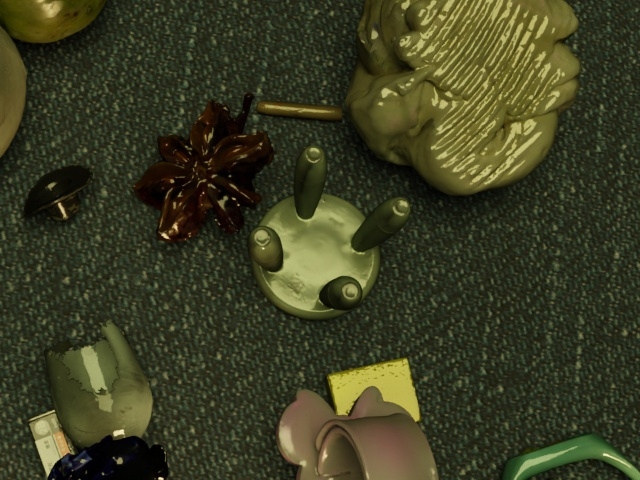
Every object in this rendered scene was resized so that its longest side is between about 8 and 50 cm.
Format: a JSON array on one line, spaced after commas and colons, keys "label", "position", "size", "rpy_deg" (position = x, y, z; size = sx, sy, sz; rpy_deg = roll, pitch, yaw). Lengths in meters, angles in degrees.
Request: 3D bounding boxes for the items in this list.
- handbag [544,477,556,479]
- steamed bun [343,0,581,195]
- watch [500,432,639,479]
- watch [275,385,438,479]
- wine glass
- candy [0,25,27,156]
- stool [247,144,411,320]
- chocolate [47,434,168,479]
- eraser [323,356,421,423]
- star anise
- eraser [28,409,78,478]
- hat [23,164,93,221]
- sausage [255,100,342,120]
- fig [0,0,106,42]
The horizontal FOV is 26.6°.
[{"label": "handbag", "position": [0.251, 0.519, 1.718], "size": [0.180, 0.317, 0.416], "rpy_deg": [41, 84, -4]}, {"label": "steamed bun", "position": [0.194, -0.249, 2.003], "size": [0.352, 0.247, 0.339], "rpy_deg": [26, 90, -17]}, {"label": "watch", "position": [0.364, 0.379, 1.934], "size": [0.237, 0.068, 0.195], "rpy_deg": [-17, 78, -11]}, {"label": "watch", "position": [0.073, 0.304, 1.788], "size": [0.210, 0.217, 0.248], "rpy_deg": [-1, 76, -23]}, {"label": "wine glass", "position": [-0.277, 0.274, 1.848], "size": [0.143, 0.143, 0.321], "rpy_deg": [-22, 77, -13]}, {"label": "candy", "position": [-0.560, -0.222, 1.907], "size": [0.295, 0.185, 0.296], "rpy_deg": [5, 78, -26]}, {"label": "stool", "position": [0.000, 0.000, 1.926], "size": [0.195, 0.199, 0.195], "rpy_deg": [31, 74, 4]}, {"label": "chocolate", "position": [-0.328, 0.334, 1.737], "size": [0.126, 0.343, 0.148], "rpy_deg": [41, 30, -27]}, {"label": "eraser", "position": [0.074, 0.228, 1.949], "size": [0.122, 0.045, 0.097], "rpy_deg": [-10, 78, -10]}, {"label": "star anise", "position": [-0.159, -0.088, 1.963], "size": [0.220, 0.126, 0.190], "rpy_deg": [-27, 49, 9]}, {"label": "eraser", "position": [-0.364, 0.299, 1.882], "size": [0.052, 0.029, 0.122], "rpy_deg": [-19, 77, -12]}, {"label": "hat", "position": [-0.376, -0.061, 1.964], "size": [0.121, 0.121, 0.050], "rpy_deg": [-35, 120, -15]}, {"label": "sausage", "position": [-0.033, -0.199, 2.066], "size": [0.132, 0.024, 0.024], "rpy_deg": [4, 74, -7]}, {"label": "fig", "position": [-0.380, -0.418, 1.982], "size": [0.314, 0.233, 0.233], "rpy_deg": [-26, 79, -20]}]
